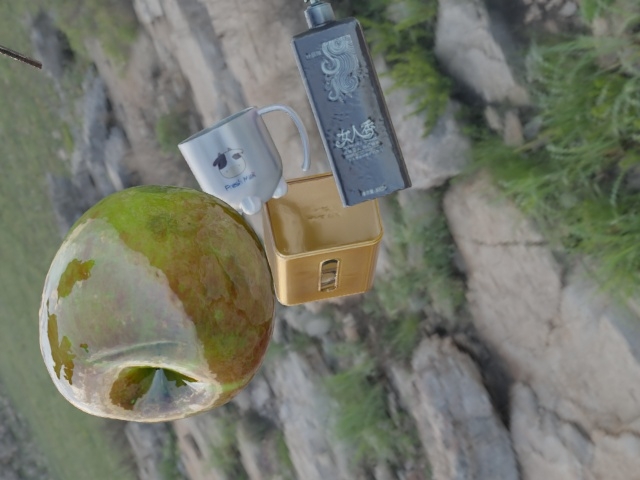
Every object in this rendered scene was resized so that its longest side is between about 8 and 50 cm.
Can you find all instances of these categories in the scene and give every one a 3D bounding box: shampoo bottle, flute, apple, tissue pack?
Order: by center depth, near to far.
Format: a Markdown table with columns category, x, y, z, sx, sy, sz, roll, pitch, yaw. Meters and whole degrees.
| category | x | y | z | sx | sy | sz | roll | pitch | yaw |
| --- | --- | --- | --- | --- | --- | --- | --- | --- | --- |
| apple | -0.170 | 0.063 | 1.140 | 0.246 | 0.246 | 0.226 | 105 | 164 | -52 |
| shampoo bottle | 0.029 | -0.204 | 1.439 | 0.071 | 0.098 | 0.310 | -38 | -70 | -80 |
| flute | -0.519 | -0.306 | 1.685 | 0.014 | 0.014 | 0.269 | 55 | -166 | 18 |
| tissue pack | 0.000 | 0.000 | 1.903 | 0.274 | 0.194 | 0.145 | 91 | 170 | -69 |

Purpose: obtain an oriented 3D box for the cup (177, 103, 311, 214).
| category | x | y | z | sx | sy | sz | roll | pitch | yaw |
| --- | --- | --- | --- | --- | --- | --- | --- | --- | --- |
| cup | -0.110 | -0.124 | 1.661 | 0.142 | 0.173 | 0.134 | 62 | 161 | -11 |
